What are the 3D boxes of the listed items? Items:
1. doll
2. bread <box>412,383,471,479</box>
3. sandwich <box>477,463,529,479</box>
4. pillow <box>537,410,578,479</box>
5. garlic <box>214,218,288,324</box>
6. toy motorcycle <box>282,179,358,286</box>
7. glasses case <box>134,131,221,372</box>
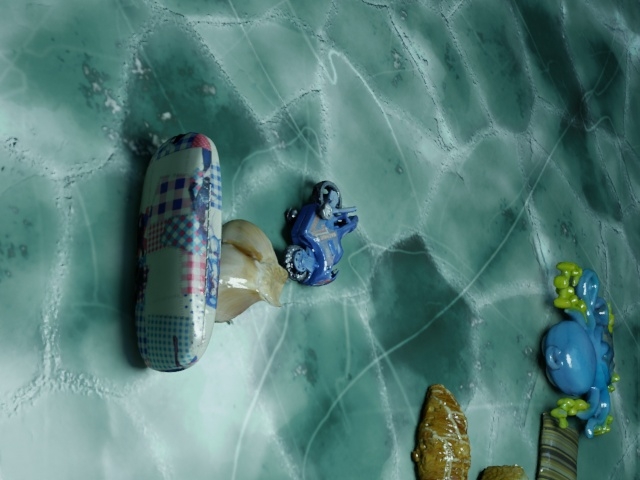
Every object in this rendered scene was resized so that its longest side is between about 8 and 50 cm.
[{"bbox_3d":[0.521,0.222,2.112,0.341,0.098,0.346,10,74,-58],"label":"doll"},{"bbox_3d":[0.208,0.348,1.737,0.105,0.076,0.233,24,59,-42],"label":"bread"},{"bbox_3d":[0.305,0.559,1.754,0.273,0.095,0.249,-46,114,-45],"label":"sandwich"},{"bbox_3d":[0.449,0.437,1.988,0.113,0.038,0.203,34,53,-31],"label":"pillow"},{"bbox_3d":[-0.119,0.044,1.479,0.124,0.099,0.174,50,31,-29],"label":"garlic"},{"bbox_3d":[0.000,0.000,1.640,0.114,0.076,0.205,55,42,-31],"label":"toy motorcycle"},{"bbox_3d":[-0.189,0.012,1.391,0.076,0.125,0.327,17,65,-42],"label":"glasses case"}]
